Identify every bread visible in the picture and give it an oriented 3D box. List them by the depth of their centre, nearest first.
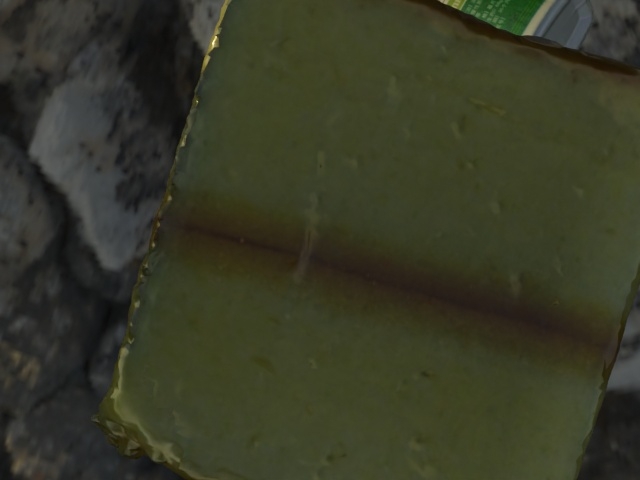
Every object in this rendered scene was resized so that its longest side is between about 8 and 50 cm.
[{"bbox_3d":[0.000,0.000,0.979,0.245,0.362,0.233,17,90,-17],"label":"bread"}]

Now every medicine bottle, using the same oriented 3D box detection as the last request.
[{"bbox_3d":[0.119,-0.187,1.531,0.119,0.183,0.069,-56,143,-9],"label":"medicine bottle"}]
